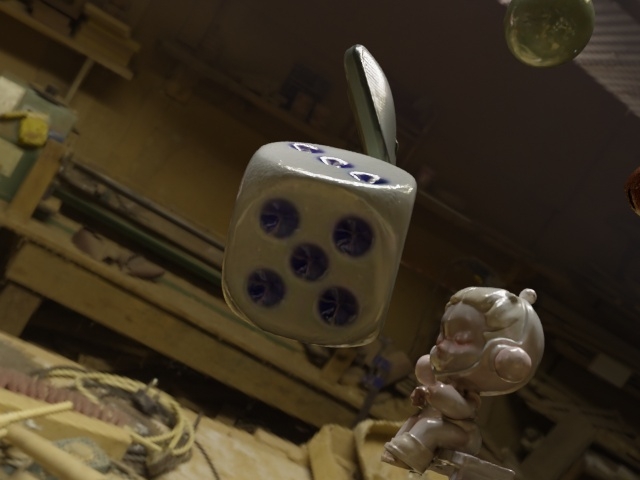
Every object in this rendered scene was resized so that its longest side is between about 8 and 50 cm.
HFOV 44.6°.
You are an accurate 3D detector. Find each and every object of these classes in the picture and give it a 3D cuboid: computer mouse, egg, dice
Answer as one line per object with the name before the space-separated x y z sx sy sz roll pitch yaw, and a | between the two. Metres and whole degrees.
computer mouse | 0.119 -0.274 1.698 0.197 0.095 0.330 63 12 -66
egg | 0.487 -0.464 1.666 0.187 0.186 0.253 31 43 3
dice | 0.000 0.000 1.449 0.305 0.304 0.277 13 19 5

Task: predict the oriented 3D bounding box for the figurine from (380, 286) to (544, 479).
figurine | 0.180 0.155 0.881 0.145 0.256 0.182 22 -15 9

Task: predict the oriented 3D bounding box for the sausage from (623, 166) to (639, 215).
sausage | 0.533 -0.119 1.046 0.102 0.102 0.330 30 -35 -7
